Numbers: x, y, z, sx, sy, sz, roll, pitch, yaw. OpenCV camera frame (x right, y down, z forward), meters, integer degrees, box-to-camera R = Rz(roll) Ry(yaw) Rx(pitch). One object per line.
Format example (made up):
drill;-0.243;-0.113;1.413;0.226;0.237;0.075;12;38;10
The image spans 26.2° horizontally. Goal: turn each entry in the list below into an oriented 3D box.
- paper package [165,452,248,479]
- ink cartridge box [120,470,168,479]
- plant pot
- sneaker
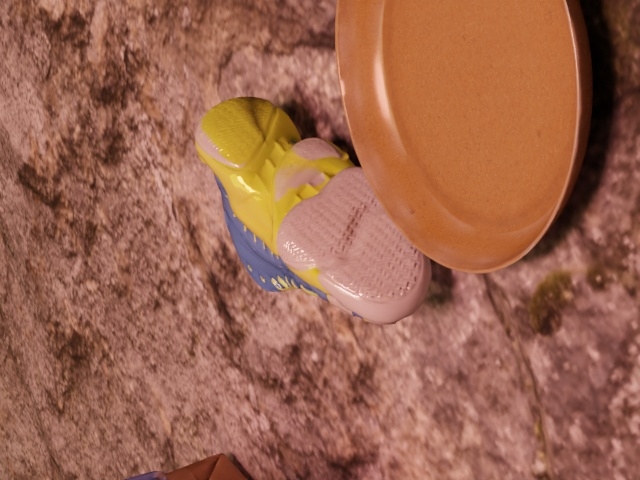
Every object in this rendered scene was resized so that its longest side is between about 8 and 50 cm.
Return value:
paper package;-0.085;0.400;1.156;0.309;0.168;0.324;40;135;49
ink cartridge box;-0.207;0.335;1.019;0.395;0.151;0.270;-30;74;59
plant pot;0.082;-0.099;0.797;0.236;0.032;0.236;34;130;52
sneaker;0.000;0.000;0.954;0.240;0.091;0.126;50;159;40
